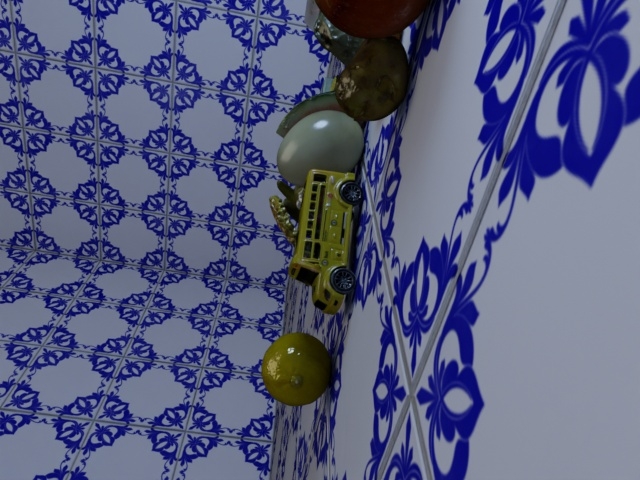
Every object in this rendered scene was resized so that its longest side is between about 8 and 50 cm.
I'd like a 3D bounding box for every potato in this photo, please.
[{"bbox_3d":[0.102,-0.297,0.948,0.176,0.137,0.137,-61,-1,-18],"label":"potato"}]

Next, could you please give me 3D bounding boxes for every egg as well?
[{"bbox_3d":[-0.001,-0.236,1.338,0.186,0.241,0.186,63,-173,-13],"label":"egg"}]

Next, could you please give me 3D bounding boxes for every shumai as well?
[{"bbox_3d":[0.098,-0.567,1.348,0.218,0.189,0.256,-57,6,14],"label":"shumai"}]

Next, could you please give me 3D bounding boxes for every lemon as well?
[{"bbox_3d":[-0.059,0.319,1.273,0.203,0.178,0.179,-153,72,-86],"label":"lemon"}]

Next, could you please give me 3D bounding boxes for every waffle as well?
[{"bbox_3d":[-0.122,-0.065,1.682,0.194,0.051,0.149,52,166,55],"label":"waffle"}]

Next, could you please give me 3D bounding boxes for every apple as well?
[{"bbox_3d":[0.097,-0.469,0.837,0.252,0.206,0.272,-107,24,-43],"label":"apple"}]

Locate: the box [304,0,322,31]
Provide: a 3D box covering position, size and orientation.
[{"bbox_3d":[0.070,-0.688,1.432,0.067,0.233,0.150,52,155,17],"label":"box"}]

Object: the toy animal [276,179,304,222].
[{"bbox_3d":[-0.022,-0.148,1.604,0.181,0.181,0.363,62,172,11],"label":"toy animal"}]

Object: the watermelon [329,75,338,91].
[{"bbox_3d":[0.068,-0.599,2.051,0.105,0.062,0.106,-165,90,-79],"label":"watermelon"}]

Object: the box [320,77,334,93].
[{"bbox_3d":[0.037,-0.557,2.188,0.129,0.085,0.226,157,121,-82],"label":"box"}]

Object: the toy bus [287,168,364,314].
[{"bbox_3d":[0.009,0.004,1.227,0.145,0.151,0.332,117,162,-66],"label":"toy bus"}]

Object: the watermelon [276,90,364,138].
[{"bbox_3d":[0.029,-0.322,1.475,0.310,0.232,0.193,-26,33,24],"label":"watermelon"}]

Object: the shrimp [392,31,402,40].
[{"bbox_3d":[0.137,-0.434,1.093,0.152,0.062,0.288,-93,10,-56],"label":"shrimp"}]
